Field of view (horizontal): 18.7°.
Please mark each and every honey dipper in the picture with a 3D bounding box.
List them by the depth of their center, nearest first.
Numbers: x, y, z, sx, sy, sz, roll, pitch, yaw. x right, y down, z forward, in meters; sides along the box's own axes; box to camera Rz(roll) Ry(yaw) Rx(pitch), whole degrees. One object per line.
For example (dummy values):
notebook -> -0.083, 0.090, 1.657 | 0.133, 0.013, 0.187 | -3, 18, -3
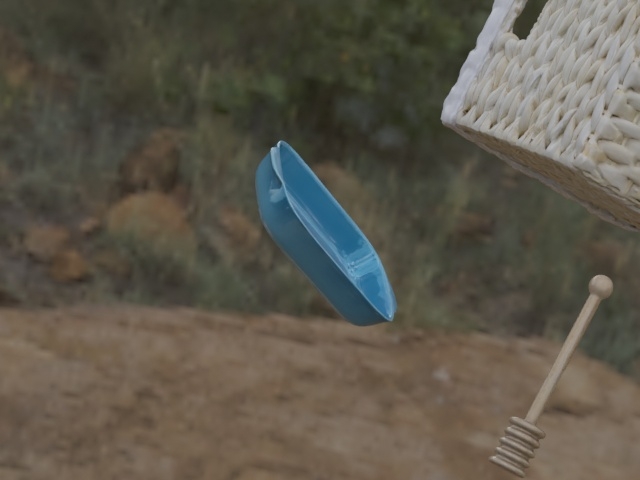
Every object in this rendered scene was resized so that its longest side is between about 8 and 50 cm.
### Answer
honey dipper -> 0.171, 0.096, 1.418 | 0.030, 0.160, 0.030 | 27, -8, 4

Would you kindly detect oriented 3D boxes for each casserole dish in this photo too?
casserole dish -> 0.000, 0.000, 1.611 | 0.188, 0.037, 0.114 | 50, 17, -33

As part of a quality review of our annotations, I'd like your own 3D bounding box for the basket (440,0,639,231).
basket -> 0.376, -0.176, 2.099 | 0.331, 0.328, 0.266 | 27, 4, -34
